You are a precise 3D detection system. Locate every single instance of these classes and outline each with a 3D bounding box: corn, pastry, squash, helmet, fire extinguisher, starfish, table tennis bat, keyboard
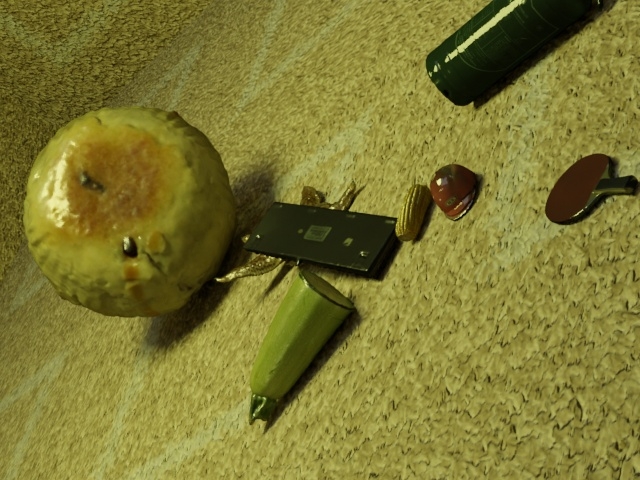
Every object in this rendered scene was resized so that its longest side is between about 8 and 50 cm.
[{"bbox_3d":[0.127,-0.039,1.942,0.037,0.037,0.092,-28,36,50],"label":"corn"},{"bbox_3d":[-0.331,-0.043,2.509,0.388,0.389,0.312,-57,-10,-7],"label":"pastry"},{"bbox_3d":[-0.043,0.158,1.962,0.224,0.094,0.094,-60,20,5],"label":"squash"},{"bbox_3d":[0.171,-0.070,1.873,0.065,0.049,0.084,-42,23,27],"label":"helmet"},{"bbox_3d":[0.280,-0.297,1.933,0.311,0.095,0.114,-39,64,39],"label":"fire extinguisher"},{"bbox_3d":[-0.048,-0.018,2.253,0.277,0.062,0.235,-39,23,16],"label":"starfish"},{"bbox_3d":[0.307,-0.060,1.612,0.095,0.014,0.158,-58,18,-13],"label":"table tennis bat"},{"bbox_3d":[0.000,0.000,2.076,0.317,0.027,0.106,11,63,53],"label":"keyboard"}]
